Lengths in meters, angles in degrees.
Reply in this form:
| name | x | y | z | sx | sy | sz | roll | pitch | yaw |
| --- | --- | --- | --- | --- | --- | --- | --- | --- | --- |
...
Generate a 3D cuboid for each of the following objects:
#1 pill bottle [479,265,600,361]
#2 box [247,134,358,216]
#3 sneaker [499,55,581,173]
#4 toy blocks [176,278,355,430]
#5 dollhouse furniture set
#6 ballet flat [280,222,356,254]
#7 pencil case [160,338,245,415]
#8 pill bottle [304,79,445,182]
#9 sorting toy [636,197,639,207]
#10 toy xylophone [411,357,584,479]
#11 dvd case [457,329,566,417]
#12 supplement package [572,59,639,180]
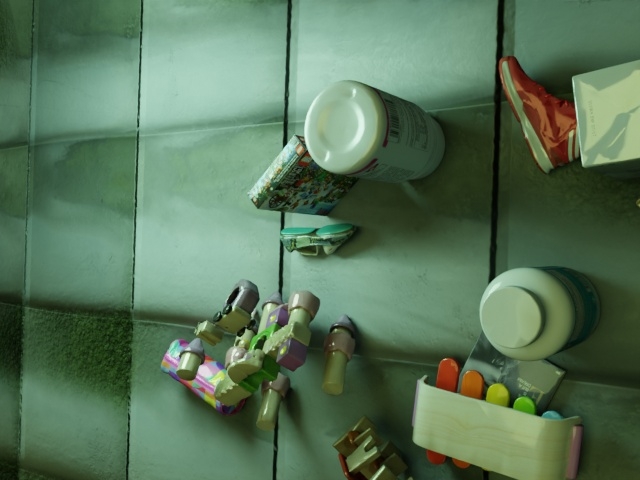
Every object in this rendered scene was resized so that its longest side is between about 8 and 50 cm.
| name | x | y | z | sx | sy | sz | roll | pitch | yaw |
| --- | --- | --- | --- | --- | --- | --- | --- | --- | --- |
| pill bottle | 0.350 | 0.115 | 1.117 | 0.146 | 0.264 | 0.146 | -1 | 88 | 35 |
| box | -0.018 | -0.124 | 1.392 | 0.159 | 0.233 | 0.044 | -48 | 64 | 24 |
| sneaker | 0.406 | -0.240 | 1.210 | 0.128 | 0.087 | 0.221 | -23 | 88 | 23 |
| toy blocks | -0.115 | 0.184 | 1.449 | 0.288 | 0.309 | 0.260 | -36 | 27 | 36 |
| dollhouse furniture set | 0.124 | 0.492 | 1.273 | 0.135 | 0.262 | 0.259 | -42 | 102 | 3 |
| ballet flat | 0.000 | 0.000 | 1.491 | 0.188 | 0.070 | 0.070 | -1 | 88 | 36 |
| pencil case | -0.275 | 0.323 | 1.642 | 0.236 | 0.104 | 0.104 | 23 | 102 | 33 |
| pill bottle | 0.111 | -0.190 | 1.275 | 0.160 | 0.283 | 0.160 | -1 | 88 | 34 |
| sorting toy | 0.552 | -0.052 | 1.135 | 0.062 | 0.012 | 0.083 | 47 | 110 | 20 |
| toy xylophone | 0.291 | 0.364 | 1.240 | 0.322 | 0.081 | 0.236 | 19 | 100 | 33 |
| dvd case | 0.328 | 0.291 | 1.278 | 0.164 | 0.018 | 0.221 | 31 | 106 | 30 |
| supplement package | 0.486 | -0.175 | 1.042 | 0.134 | 0.244 | 0.139 | -8 | 85 | 35 |
